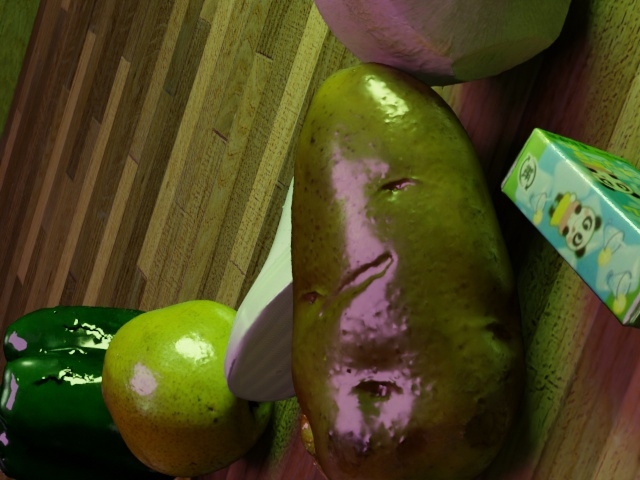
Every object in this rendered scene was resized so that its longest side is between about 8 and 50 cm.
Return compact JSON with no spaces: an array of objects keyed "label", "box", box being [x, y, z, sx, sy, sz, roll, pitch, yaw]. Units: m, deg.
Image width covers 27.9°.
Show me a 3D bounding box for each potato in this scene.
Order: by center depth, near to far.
[{"label":"potato","box":[0.063,0.030,1.065,0.195,0.177,0.369,149,116,-73]}]

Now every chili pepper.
[{"label":"chili pepper","box":[-0.280,0.207,1.596,0.233,0.257,0.248,-138,62,-65]}]

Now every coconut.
[{"label":"coconut","box":[0.109,-0.248,1.087,0.230,0.227,0.227,-3,76,61]}]

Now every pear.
[{"label":"pear","box":[-0.143,0.164,1.428,0.198,0.198,0.198,-34,49,53]}]

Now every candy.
[{"label":"candy","box":[0.215,-0.003,0.908,0.062,0.097,0.194,-62,31,20]}]

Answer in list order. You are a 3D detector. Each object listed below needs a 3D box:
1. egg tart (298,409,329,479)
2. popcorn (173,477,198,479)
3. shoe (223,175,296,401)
[{"label":"egg tart","box":[0.015,0.175,1.260,0.130,0.052,0.130,-31,54,57]},{"label":"popcorn","box":[-0.142,0.320,1.435,0.106,0.121,0.116,-9,75,26]},{"label":"shoe","box":[0.000,0.000,1.284,0.363,0.132,0.160,-53,36,31]}]
